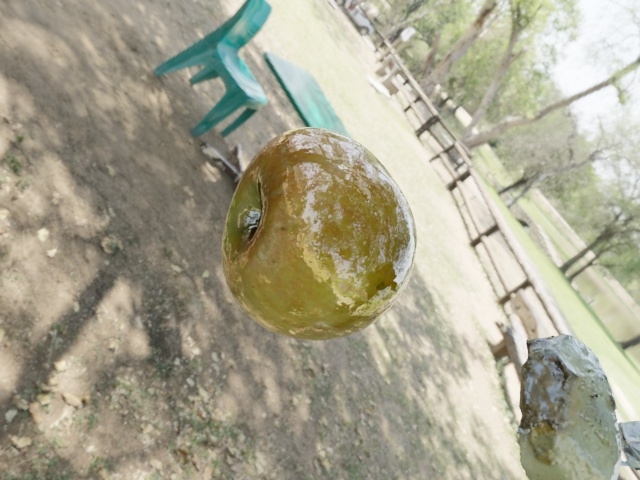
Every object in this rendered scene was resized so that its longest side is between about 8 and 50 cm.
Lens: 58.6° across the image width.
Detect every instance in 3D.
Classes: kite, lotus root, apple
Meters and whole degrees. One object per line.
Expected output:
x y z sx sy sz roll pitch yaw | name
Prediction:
0.416 0.278 0.772 0.244 0.015 0.141 9 24 0 | kite
0.206 0.140 0.466 0.144 0.070 0.143 48 47 -50 | lotus root
0.000 0.000 0.505 0.155 0.182 0.183 17 34 -30 | apple
